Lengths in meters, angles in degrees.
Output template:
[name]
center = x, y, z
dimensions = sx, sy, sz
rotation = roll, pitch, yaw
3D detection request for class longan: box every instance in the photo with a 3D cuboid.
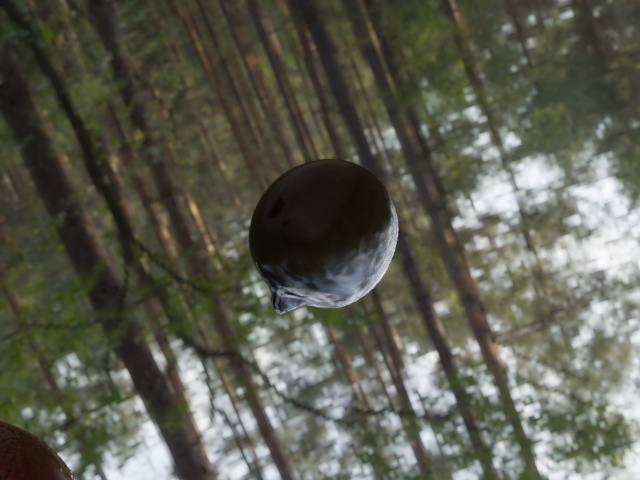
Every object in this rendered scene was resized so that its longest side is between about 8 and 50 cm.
[longan]
center = 0.000, 0.000, 0.875
dimensions = 0.092, 0.113, 0.113
rotation = 38, -127, 25

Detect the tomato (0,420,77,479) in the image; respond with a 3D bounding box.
[tomato]
center = -0.306, 0.309, 1.158
dimensions = 0.335, 0.289, 0.176
rotation = -54, 159, 20
